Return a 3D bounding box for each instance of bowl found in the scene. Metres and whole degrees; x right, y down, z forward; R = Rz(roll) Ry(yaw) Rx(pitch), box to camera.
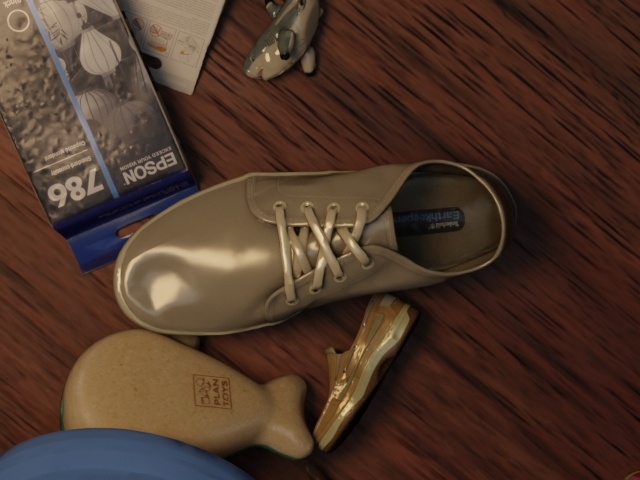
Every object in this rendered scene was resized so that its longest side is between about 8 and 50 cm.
[{"bbox_3d":[-0.207,0.368,1.425,0.391,0.077,0.391,2,122,3],"label":"bowl"}]

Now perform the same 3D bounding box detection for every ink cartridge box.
[{"bbox_3d":[-0.176,-0.269,1.511,0.145,0.045,0.179,20,110,-3],"label":"ink cartridge box"},{"bbox_3d":[-0.253,-0.136,1.477,0.165,0.065,0.332,-24,101,-1],"label":"ink cartridge box"}]

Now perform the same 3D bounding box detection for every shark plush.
[{"bbox_3d":[-0.039,-0.253,1.502,0.067,0.073,0.161,14,98,28],"label":"shark plush"}]

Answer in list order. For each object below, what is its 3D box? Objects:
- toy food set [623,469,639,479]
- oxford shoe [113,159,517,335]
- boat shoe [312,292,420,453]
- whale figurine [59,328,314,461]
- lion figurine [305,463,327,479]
[{"bbox_3d":[0.383,0.308,1.561,0.078,0.019,0.122,-43,86,1],"label":"toy food set"},{"bbox_3d":[0.000,0.000,1.460,0.449,0.130,0.169,-10,93,-6],"label":"oxford shoe"},{"bbox_3d":[0.035,0.142,1.524,0.072,0.068,0.190,31,82,9],"label":"boat shoe"},{"bbox_3d":[-0.148,0.197,1.488,0.272,0.141,0.216,4,52,-20],"label":"whale figurine"},{"bbox_3d":[0.048,0.443,1.441,0.142,0.240,0.392,-15,94,-8],"label":"lion figurine"}]
